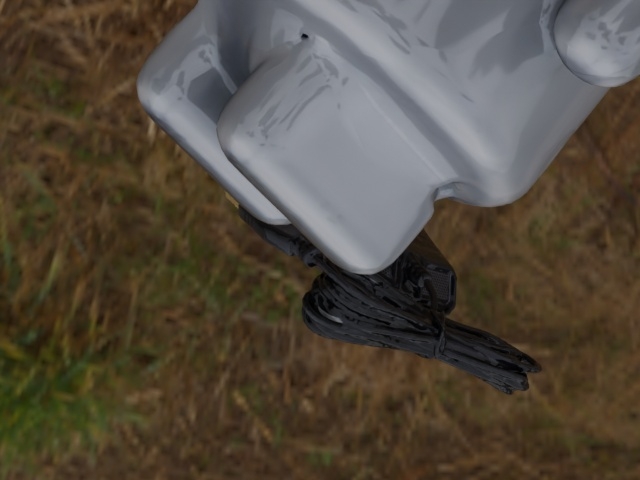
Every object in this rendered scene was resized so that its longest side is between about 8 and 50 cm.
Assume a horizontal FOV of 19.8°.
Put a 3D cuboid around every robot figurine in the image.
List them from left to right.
[{"bbox_3d":[0.075,-0.158,0.838,0.353,0.300,0.200,-51,133,-6],"label":"robot figurine"}]

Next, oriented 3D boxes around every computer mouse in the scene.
[{"bbox_3d":[0.000,0.000,1.056,0.184,0.262,0.060,23,111,-40],"label":"computer mouse"}]
